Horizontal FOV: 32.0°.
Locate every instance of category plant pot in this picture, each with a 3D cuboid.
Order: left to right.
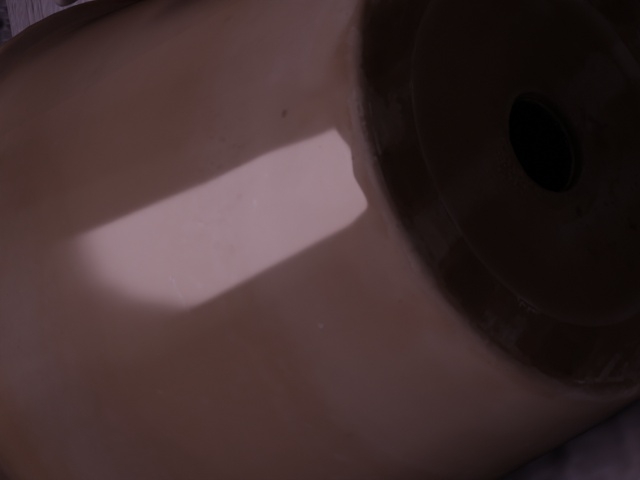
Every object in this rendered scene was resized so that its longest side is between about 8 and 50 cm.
[{"bbox_3d":[0.000,0.000,0.494,0.280,0.323,0.323,-25,72,50],"label":"plant pot"}]

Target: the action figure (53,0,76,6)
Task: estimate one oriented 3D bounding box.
[{"bbox_3d":[-0.082,-0.226,0.553,0.341,0.330,0.178,32,128,31],"label":"action figure"}]
